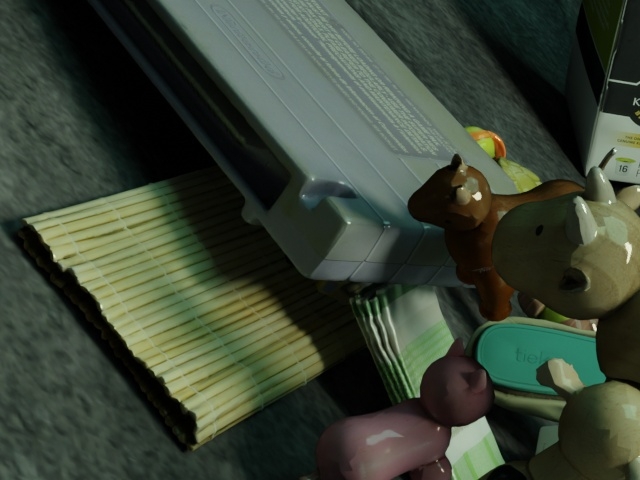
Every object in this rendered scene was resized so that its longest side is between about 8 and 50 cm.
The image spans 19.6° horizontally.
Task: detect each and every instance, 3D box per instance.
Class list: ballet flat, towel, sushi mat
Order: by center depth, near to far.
[{"bbox_3d":[-0.054,0.024,1.087,0.151,0.019,0.316,49,21,7],"label":"sushi mat"},{"bbox_3d":[0.073,0.089,1.136,0.152,0.023,0.113,67,25,-3],"label":"towel"},{"bbox_3d":[0.219,0.104,1.246,0.248,0.086,0.086,13,16,14],"label":"ballet flat"}]

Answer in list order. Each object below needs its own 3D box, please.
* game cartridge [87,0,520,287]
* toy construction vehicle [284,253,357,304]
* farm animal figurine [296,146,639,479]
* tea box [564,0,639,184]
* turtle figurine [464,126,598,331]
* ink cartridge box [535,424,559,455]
[{"bbox_3d":[-0.020,-0.100,1.200,0.230,0.068,0.355,10,33,-51],"label":"game cartridge"},{"bbox_3d":[0.000,0.000,1.165,0.098,0.035,0.086,27,23,-33],"label":"toy construction vehicle"},{"bbox_3d":[0.157,0.064,0.939,0.326,0.172,0.330,7,47,7],"label":"farm animal figurine"},{"bbox_3d":[0.446,-0.227,1.892,0.329,0.323,0.220,8,29,-4],"label":"tea box"},{"bbox_3d":[0.147,-0.001,1.379,0.217,0.087,0.269,63,-1,11],"label":"turtle figurine"},{"bbox_3d":[0.234,0.157,1.171,0.104,0.180,0.060,32,62,-36],"label":"ink cartridge box"}]
